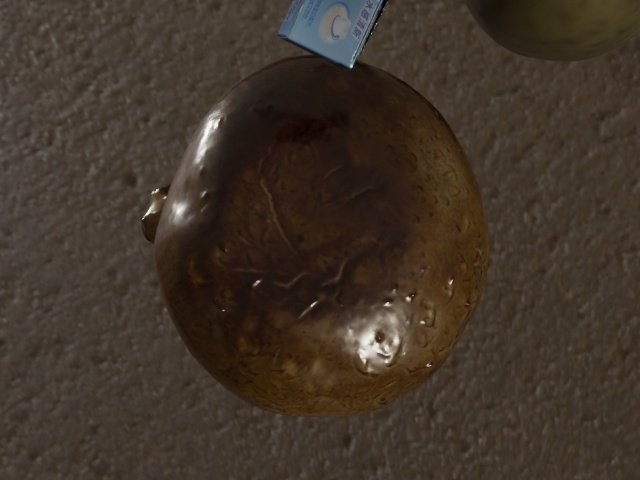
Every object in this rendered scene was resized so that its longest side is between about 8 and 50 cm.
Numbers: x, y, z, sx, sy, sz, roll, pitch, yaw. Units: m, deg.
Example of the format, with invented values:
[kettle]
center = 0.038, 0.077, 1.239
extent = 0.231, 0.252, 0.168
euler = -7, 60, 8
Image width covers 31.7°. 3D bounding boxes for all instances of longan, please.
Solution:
[longan]
center = 0.401, -0.459, 1.790
extent = 0.405, 0.404, 0.336
euler = -18, 85, -4

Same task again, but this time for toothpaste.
[toothpaste]
center = 0.051, -0.275, 0.911
extent = 0.066, 0.053, 0.272
euler = 23, 97, -18

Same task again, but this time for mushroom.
[mushroom]
center = 0.006, -0.003, 1.069
extent = 0.345, 0.239, 0.345
euler = 0, 98, 1
